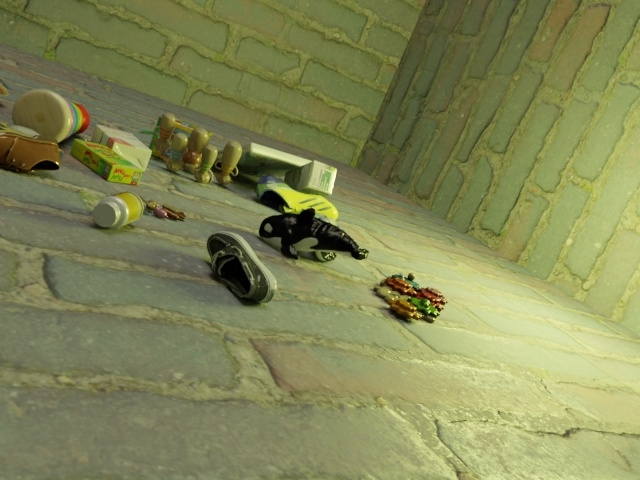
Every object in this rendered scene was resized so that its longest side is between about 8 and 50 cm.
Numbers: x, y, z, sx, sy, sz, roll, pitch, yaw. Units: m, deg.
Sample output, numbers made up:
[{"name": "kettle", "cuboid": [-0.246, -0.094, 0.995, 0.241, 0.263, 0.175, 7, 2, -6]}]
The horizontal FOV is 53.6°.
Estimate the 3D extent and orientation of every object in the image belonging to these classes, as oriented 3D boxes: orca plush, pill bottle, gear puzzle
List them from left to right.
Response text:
[{"name": "pill bottle", "cuboid": [-0.398, -0.058, 1.242, 0.065, 0.065, 0.116, 23, 13, 1]}, {"name": "orca plush", "cuboid": [-0.022, -0.024, 1.552, 0.287, 0.102, 0.151, 24, 43, 29]}, {"name": "gear puzzle", "cuboid": [0.226, 0.137, 1.591, 0.175, 0.044, 0.339, 27, 13, 14]}]

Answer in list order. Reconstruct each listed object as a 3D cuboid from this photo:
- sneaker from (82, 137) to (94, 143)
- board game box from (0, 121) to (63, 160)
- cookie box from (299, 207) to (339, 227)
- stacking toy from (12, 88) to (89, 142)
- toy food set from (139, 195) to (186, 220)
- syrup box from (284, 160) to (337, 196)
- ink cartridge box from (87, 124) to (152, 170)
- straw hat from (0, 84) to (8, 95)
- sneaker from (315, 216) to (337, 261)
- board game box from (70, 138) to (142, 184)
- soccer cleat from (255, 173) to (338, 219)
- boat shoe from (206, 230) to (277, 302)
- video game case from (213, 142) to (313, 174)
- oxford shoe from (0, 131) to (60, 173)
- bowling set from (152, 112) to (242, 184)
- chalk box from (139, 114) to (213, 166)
[{"name": "sneaker", "cuboid": [-0.634, -0.261, 1.736, 0.035, 0.031, 0.083, 17, 14, -27]}, {"name": "board game box", "cuboid": [-0.727, -0.228, 1.409, 0.165, 0.042, 0.243, 31, 15, 32]}, {"name": "cookie box", "cuboid": [-0.007, -0.056, 1.982, 0.091, 0.040, 0.107, 14, 15, -32]}, {"name": "stacking toy", "cuboid": [-0.700, -0.326, 1.712, 0.141, 0.141, 0.330, 22, 6, -7]}, {"name": "toy food set", "cuboid": [-0.358, -0.066, 1.456, 0.122, 0.019, 0.078, 22, 10, -44]}, {"name": "syrup box", "cuboid": [-0.043, -0.198, 2.177, 0.096, 0.093, 0.236, 17, -12, -25]}, {"name": "ink cartridge box", "cuboid": [-0.574, -0.269, 1.793, 0.115, 0.067, 0.198, 11, 17, -42]}, {"name": "straw hat", "cuboid": [-0.966, -0.433, 1.789, 0.144, 0.061, 0.144, 39, 10, -8]}, {"name": "sneaker", "cuboid": [0.000, 0.000, 1.715, 0.086, 0.085, 0.237, -10, 18, 7]}, {"name": "board game box", "cuboid": [-0.546, -0.200, 1.613, 0.181, 0.043, 0.092, 32, 15, 33]}, {"name": "soccer cleat", "cuboid": [-0.079, -0.112, 2.045, 0.289, 0.093, 0.121, 24, 42, -15]}, {"name": "boat shoe", "cuboid": [-0.168, 0.042, 1.210, 0.070, 0.078, 0.219, 12, 19, -46]}, {"name": "video game case", "cuboid": [-0.216, -0.273, 2.236, 0.299, 0.036, 0.328, -2, -9, 44]}, {"name": "oxford shoe", "cuboid": [-0.638, -0.176, 1.311, 0.212, 0.076, 0.076, -7, 71, -47]}, {"name": "bowling set", "cuboid": [-0.398, -0.243, 1.913, 0.286, 0.154, 0.200, 24, 33, -3]}, {"name": "chalk box", "cuboid": [-0.476, -0.328, 2.059, 0.212, 0.132, 0.132, 21, 13, -9]}]
